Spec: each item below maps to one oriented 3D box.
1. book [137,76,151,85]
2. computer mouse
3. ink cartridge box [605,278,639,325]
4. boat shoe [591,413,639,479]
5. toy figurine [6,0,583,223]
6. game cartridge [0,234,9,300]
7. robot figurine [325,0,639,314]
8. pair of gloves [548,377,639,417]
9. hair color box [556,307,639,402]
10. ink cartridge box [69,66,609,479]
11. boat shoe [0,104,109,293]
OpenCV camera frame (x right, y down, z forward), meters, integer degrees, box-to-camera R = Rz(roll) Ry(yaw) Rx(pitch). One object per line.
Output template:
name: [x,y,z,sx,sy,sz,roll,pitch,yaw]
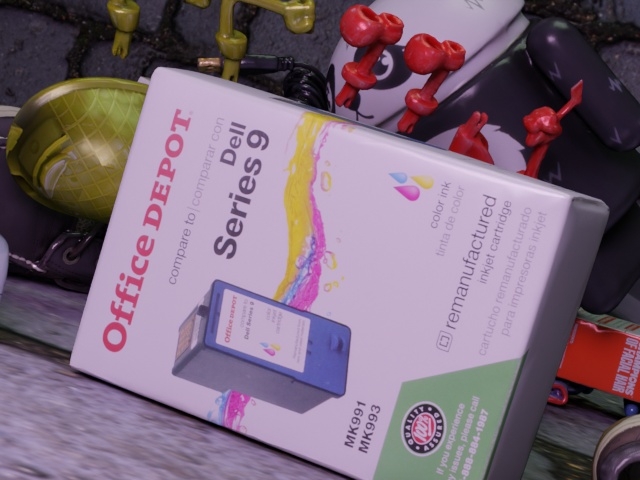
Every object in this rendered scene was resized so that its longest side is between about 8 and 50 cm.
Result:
book: [-0.151,-0.058,1.290,0.035,0.144,0.096,35,10,19]
computer mouse: [-0.110,-0.070,1.373,0.262,0.184,0.060,0,40,1]
ink cartridge box: [0.324,0.062,1.752,0.308,0.091,0.385,31,-4,-20]
boat shoe: [0.242,0.138,0.793,0.223,0.080,0.073,13,8,10]
toy figurine: [0.021,0.002,0.944,0.362,0.191,0.217,14,36,-32]
game cartridge: [-0.292,-0.023,0.847,0.198,0.062,0.297,9,8,-40]
robot figurine: [0.125,-0.065,1.197,0.278,0.209,0.173,52,10,-8]
pair of gloves: [0.226,0.126,1.299,0.198,0.023,0.159,17,5,5]
hair color box: [0.211,0.084,1.284,0.167,0.053,0.093,16,5,18]
ink cartridge box: [0.007,0.021,0.774,0.212,0.154,0.093,20,6,21]
boat shoe: [-0.148,-0.016,1.054,0.092,0.103,0.285,16,-4,28]
